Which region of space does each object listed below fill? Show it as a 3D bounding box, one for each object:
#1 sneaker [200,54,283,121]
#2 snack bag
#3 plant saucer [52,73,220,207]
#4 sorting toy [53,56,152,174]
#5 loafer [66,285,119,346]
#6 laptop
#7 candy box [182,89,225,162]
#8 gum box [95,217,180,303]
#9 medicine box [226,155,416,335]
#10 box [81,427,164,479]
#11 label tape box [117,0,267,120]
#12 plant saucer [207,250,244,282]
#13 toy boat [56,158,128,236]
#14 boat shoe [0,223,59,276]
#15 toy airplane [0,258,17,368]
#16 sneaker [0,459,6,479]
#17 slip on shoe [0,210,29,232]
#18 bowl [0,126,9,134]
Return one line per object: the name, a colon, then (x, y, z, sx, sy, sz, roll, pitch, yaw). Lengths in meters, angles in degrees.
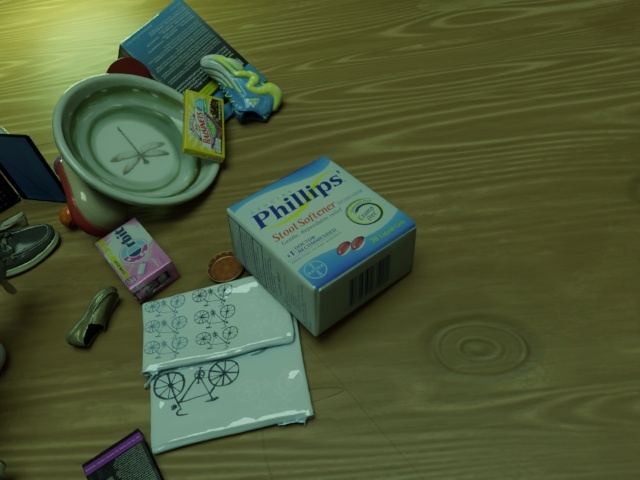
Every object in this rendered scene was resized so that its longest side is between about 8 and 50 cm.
sneaker: (-0.224, -0.396, 1.629, 0.240, 0.091, 0.126, 24, 69, -3)
snack bag: (-0.195, 0.228, 1.207, 0.323, 0.037, 0.343, -13, 51, 0)
plant saucer: (-0.448, -0.230, 1.508, 0.400, 0.100, 0.401, 17, 51, -22)
sorting toy: (-0.594, -0.330, 1.631, 0.366, 0.127, 0.126, -55, 40, 1)
loafer: (-0.471, 0.165, 1.300, 0.050, 0.056, 0.148, 23, 70, 25)
laptop: (-0.783, -0.126, 1.468, 0.264, 0.234, 0.136, -38, 54, -19)
candy box: (-0.296, -0.292, 1.561, 0.105, 0.027, 0.206, 9, 54, -24)
gum box: (-0.406, 0.046, 1.371, 0.107, 0.062, 0.188, -37, 55, -17)
medicine box: (0.000, 0.000, 1.252, 0.263, 0.149, 0.289, -32, 53, -26)
box: (-0.338, 0.431, 1.080, 0.116, 0.029, 0.162, -31, 52, -13)
label tape box: (-0.355, -0.472, 1.713, 0.333, 0.106, 0.241, 43, 64, -7)
plant saucer: (-0.208, 0.060, 1.355, 0.083, 0.013, 0.084, -5, 52, 6)
toy boat: (-0.570, -0.089, 1.482, 0.151, 0.151, 0.231, -46, 51, 13)
boat shoe: (-0.760, 0.031, 1.431, 0.285, 0.092, 0.103, -25, 49, -10)
toy airplane: (-0.732, 0.196, 1.183, 0.386, 0.272, 0.384, -41, 43, 17)
sneaker: (-0.692, 0.494, 1.047, 0.295, 0.124, 0.178, -17, 48, 6)
slip on shoe: (-0.767, -0.032, 1.507, 0.135, 0.041, 0.051, -19, 23, 24)
bowl: (-0.937, -0.257, 1.716, 0.142, 0.053, 0.142, 31, 64, 29)
